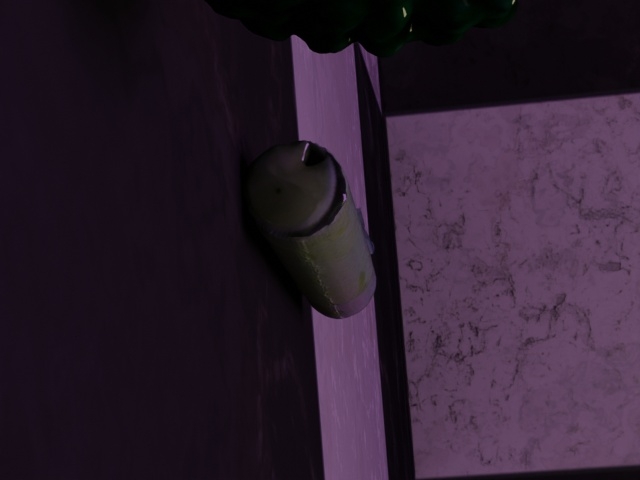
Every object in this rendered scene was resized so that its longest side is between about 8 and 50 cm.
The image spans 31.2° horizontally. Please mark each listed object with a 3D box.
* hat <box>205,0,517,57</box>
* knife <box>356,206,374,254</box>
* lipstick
[{"bbox_3d":[0.009,-0.241,0.546,0.332,0.242,0.274,-116,-149,-70],"label":"hat"},{"bbox_3d":[0.073,-0.011,1.904,0.210,0.015,0.028,63,29,-72],"label":"knife"},{"bbox_3d":[0.000,0.000,0.919,0.304,0.076,0.076,62,24,-74],"label":"lipstick"}]
